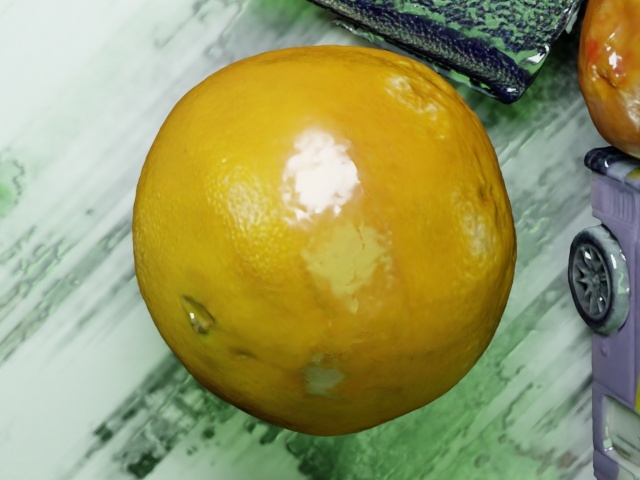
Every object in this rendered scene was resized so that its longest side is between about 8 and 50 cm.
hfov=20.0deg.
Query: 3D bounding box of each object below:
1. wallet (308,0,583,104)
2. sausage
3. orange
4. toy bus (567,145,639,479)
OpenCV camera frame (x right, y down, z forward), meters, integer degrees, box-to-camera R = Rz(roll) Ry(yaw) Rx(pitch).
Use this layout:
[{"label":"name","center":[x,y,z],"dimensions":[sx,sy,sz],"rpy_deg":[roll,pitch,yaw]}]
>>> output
[{"label":"wallet","center":[0.101,-0.249,1.248],"dimensions":[0.221,0.071,0.262],"rpy_deg":[24,107,-15]},{"label":"sausage","center":[0.291,-0.160,1.261],"dimensions":[0.268,0.153,0.141],"rpy_deg":[-37,147,-25]},{"label":"orange","center":[0.000,0.000,1.199],"dimensions":[0.261,0.261,0.261],"rpy_deg":[-3,106,-12]},{"label":"toy bus","center":[0.327,0.155,1.309],"dimensions":[0.209,0.249,0.439],"rpy_deg":[-7,106,-19]}]
